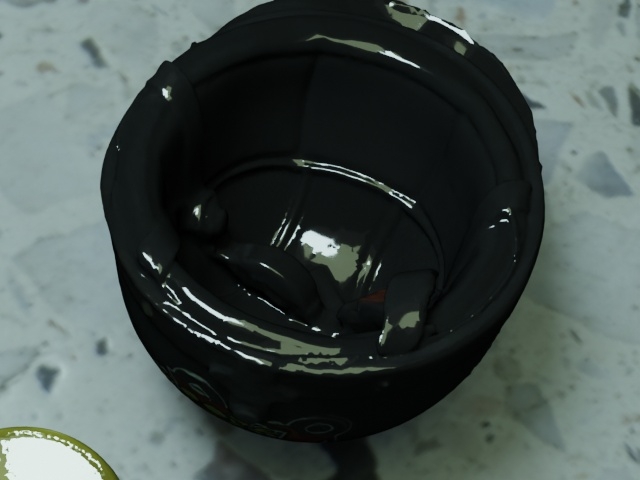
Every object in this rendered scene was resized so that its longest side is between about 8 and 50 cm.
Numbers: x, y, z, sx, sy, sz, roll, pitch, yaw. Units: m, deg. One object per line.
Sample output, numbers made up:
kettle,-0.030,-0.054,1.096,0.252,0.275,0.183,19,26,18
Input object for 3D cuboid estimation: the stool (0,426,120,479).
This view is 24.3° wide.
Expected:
stool,-0.150,0.163,0.752,0.135,0.110,0.134,-6,61,-9

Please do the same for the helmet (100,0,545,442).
helmet,0.000,0.000,0.833,0.230,0.160,0.279,19,47,6
